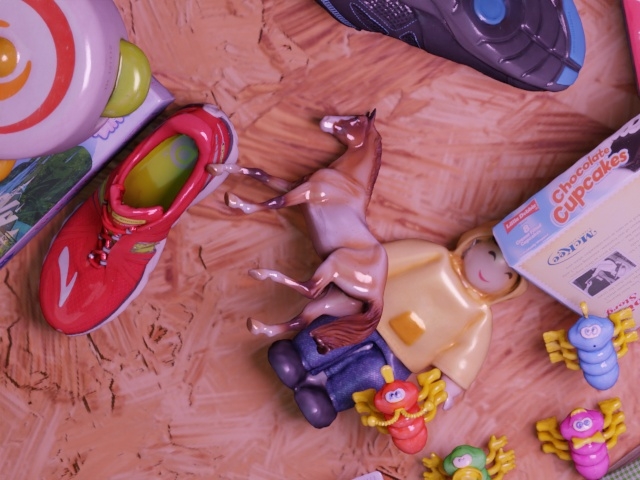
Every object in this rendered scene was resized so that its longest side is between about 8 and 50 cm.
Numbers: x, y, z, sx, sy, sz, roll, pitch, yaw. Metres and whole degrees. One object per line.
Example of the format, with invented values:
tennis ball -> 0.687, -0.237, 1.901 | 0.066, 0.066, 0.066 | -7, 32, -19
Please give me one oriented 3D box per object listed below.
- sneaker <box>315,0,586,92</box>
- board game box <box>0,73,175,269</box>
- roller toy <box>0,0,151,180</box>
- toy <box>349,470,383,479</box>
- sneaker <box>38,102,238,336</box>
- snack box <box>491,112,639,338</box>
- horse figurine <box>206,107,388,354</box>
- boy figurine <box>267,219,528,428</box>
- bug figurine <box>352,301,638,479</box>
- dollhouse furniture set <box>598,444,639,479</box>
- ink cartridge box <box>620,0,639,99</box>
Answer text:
sneaker -> 0.096, -0.242, 1.797 | 0.341, 0.140, 0.125 | 30, 67, -13
board game box -> -0.367, -0.146, 1.888 | 0.318, 0.066, 0.318 | -44, 89, 10
roller toy -> -0.285, -0.170, 1.766 | 0.209, 0.146, 0.191 | -28, 91, 9
toy -> -0.018, 0.322, 1.898 | 0.237, 0.056, 0.137 | -22, 97, 15
sneaker -> -0.193, -0.025, 1.851 | 0.107, 0.118, 0.279 | 38, 99, 5
snack box -> 0.336, -0.050, 1.718 | 0.322, 0.060, 0.187 | -39, 135, 20
horse figurine -> 0.000, 0.000, 1.787 | 0.174, 0.066, 0.263 | -4, 60, -23
boy figurine -> 0.098, 0.078, 1.838 | 0.285, 0.092, 0.177 | -31, 88, 13
bug figurine -> 0.182, 0.168, 1.797 | 0.279, 0.072, 0.216 | -20, 129, 8
dollhouse furniture set -> 0.320, 0.321, 1.802 | 0.301, 0.151, 0.197 | -39, 90, 10
ink cartridge box -> 0.412, -0.247, 1.744 | 0.273, 0.114, 0.197 | -10, 95, 9
